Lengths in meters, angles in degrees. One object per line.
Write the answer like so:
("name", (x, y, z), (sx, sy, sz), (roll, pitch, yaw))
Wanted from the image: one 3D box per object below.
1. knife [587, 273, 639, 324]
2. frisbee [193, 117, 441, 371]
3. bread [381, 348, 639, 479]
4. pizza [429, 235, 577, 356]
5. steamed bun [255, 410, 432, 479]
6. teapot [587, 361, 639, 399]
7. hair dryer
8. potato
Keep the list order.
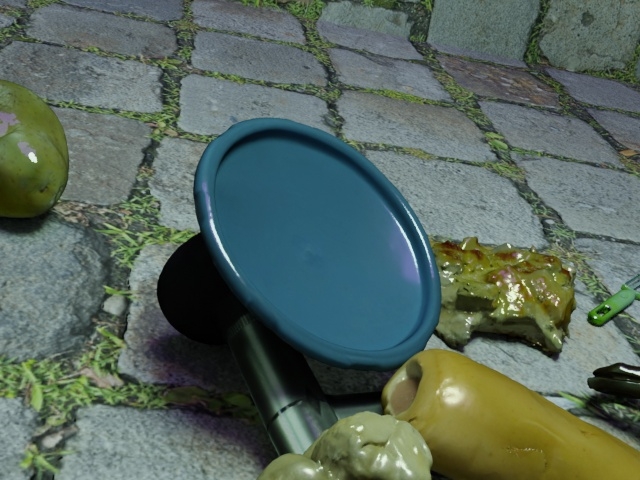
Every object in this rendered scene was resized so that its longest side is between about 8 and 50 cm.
("knife", (0.441, 0.090, 1.208), (0.054, 0.015, 0.212), (39, 35, 27))
("frisbee", (-0.002, 0.004, 0.827), (0.290, 0.049, 0.289), (24, 44, -25))
("bread", (0.199, 0.192, 0.728), (0.305, 0.091, 0.142), (30, 8, -5))
("pizza", (0.219, 0.055, 1.096), (0.324, 0.089, 0.223), (7, 25, -13))
("steamed bun", (0.017, 0.219, 0.597), (0.192, 0.106, 0.177), (-32, 56, -7))
("teapot", (0.435, 0.175, 0.912), (0.270, 0.173, 0.182), (2, -20, 33))
("hair dryer", (0.017, 0.144, 0.858), (0.284, 0.155, 0.320), (13, 32, -50))
("potato", (-0.385, -0.108, 1.048), (0.157, 0.157, 0.194), (-13, 39, -42))
